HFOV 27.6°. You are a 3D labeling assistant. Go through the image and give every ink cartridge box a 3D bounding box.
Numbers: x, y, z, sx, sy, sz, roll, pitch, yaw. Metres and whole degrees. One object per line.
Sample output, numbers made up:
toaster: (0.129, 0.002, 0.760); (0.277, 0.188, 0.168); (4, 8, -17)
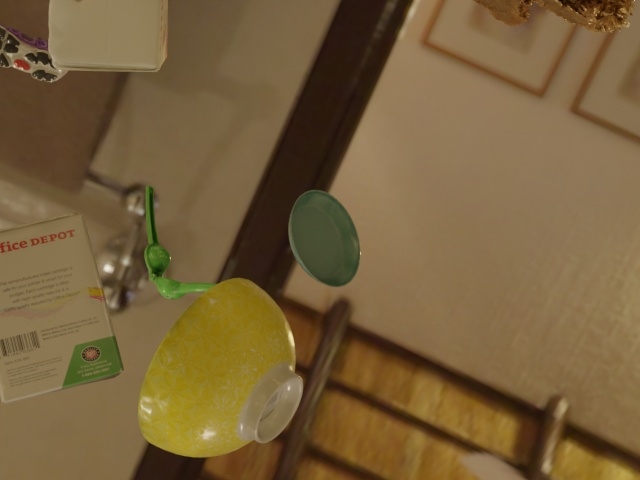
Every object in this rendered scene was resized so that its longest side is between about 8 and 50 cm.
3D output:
ink cartridge box: (-0.317, -0.406, 2.010); (0.160, 0.279, 0.384); (1, -170, -5)
ink cartridge box: (-0.352, 0.087, 1.650); (0.154, 0.212, 0.093); (-14, 174, -15)

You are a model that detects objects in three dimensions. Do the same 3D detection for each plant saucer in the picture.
plant saucer: (0.000, 0.000, 1.532); (0.119, 0.021, 0.119); (22, -121, -42)

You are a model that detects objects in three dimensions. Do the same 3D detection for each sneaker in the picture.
sneaker: (-0.503, -0.322, 2.203); (0.170, 0.068, 0.071); (28, -152, -3)

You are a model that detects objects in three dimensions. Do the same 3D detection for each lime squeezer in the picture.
lime squeezer: (-0.260, 0.031, 2.249); (0.059, 0.110, 0.310); (6, -149, -44)

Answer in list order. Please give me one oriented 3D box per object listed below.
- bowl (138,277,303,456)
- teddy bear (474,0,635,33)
bowl: (-0.121, 0.218, 1.957); (0.156, 0.289, 0.289); (28, -161, 24)
teddy bear: (0.255, -0.331, 1.397); (0.245, 0.113, 0.338); (34, 169, 2)
